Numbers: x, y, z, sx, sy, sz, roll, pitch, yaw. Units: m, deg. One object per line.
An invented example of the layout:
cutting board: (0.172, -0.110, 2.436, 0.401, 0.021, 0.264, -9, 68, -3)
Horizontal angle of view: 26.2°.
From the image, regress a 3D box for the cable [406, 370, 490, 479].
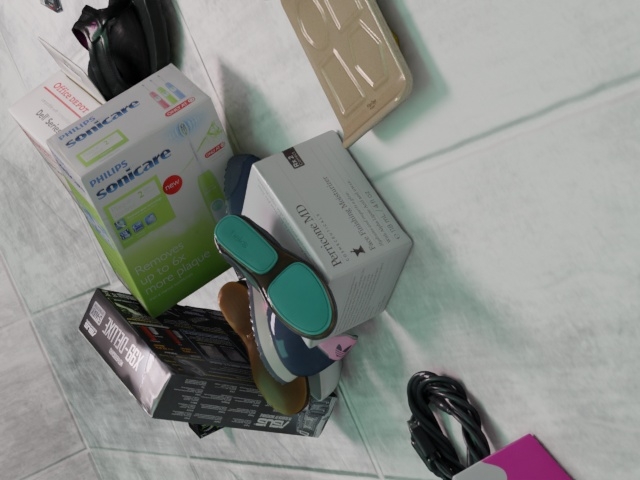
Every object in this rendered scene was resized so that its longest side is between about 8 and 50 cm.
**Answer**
cable: (0.165, 0.242, 1.646, 0.184, 0.047, 0.151, 56, 151, 31)

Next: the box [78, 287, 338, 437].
box: (-0.160, 0.177, 1.979, 0.242, 0.307, 0.077, 40, 110, 45)

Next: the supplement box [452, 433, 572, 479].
supplement box: (0.213, 0.338, 1.539, 0.114, 0.111, 0.220, 47, 152, 36)

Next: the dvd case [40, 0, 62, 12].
dvd case: (-0.487, -0.463, 2.405, 0.087, 0.013, 0.120, 32, 140, 53)

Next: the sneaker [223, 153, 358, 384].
sneaker: (-0.034, 0.021, 1.810, 0.112, 0.131, 0.319, 13, -121, -63)

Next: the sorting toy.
sorting toy: (0.030, -0.222, 1.486, 0.208, 0.038, 0.193, 68, 158, 5)

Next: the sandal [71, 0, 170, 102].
sandal: (-0.317, -0.273, 2.095, 0.168, 0.107, 0.446, 61, 158, 12)

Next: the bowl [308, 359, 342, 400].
bowl: (-0.017, 0.135, 1.919, 0.142, 0.053, 0.142, 41, 148, 44)

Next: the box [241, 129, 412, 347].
box: (0.000, 0.000, 1.658, 0.181, 0.119, 0.182, 56, 156, 21)

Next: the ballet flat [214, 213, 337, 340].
ballet flat: (-0.044, 0.045, 1.571, 0.203, 0.074, 0.074, 44, 150, 28)

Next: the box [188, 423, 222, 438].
box: (-0.214, 0.307, 2.512, 0.052, 0.062, 0.083, 33, 141, 54)

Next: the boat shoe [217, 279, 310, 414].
boat shoe: (-0.068, 0.145, 1.895, 0.207, 0.073, 0.073, 64, -165, 15)

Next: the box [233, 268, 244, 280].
box: (-0.117, 0.022, 2.070, 0.067, 0.018, 0.083, 65, 158, 0)

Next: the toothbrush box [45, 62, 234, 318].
toothbrush box: (-0.219, -0.065, 1.898, 0.122, 0.206, 0.283, 42, 159, 45)

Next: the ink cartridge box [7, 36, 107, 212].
ink cartridge box: (-0.373, -0.139, 2.212, 0.207, 0.119, 0.353, 37, 162, 49)
